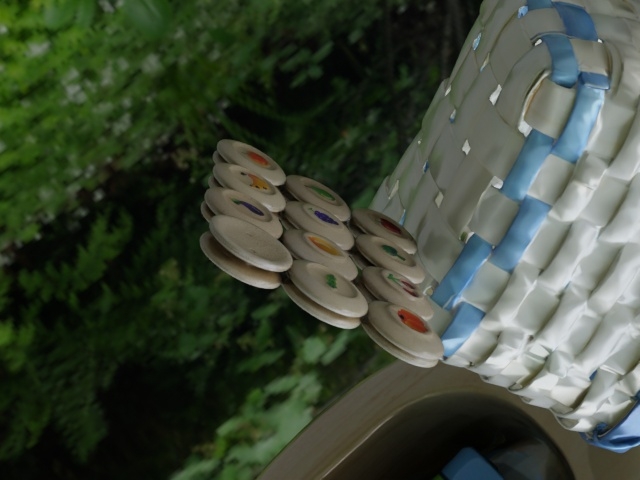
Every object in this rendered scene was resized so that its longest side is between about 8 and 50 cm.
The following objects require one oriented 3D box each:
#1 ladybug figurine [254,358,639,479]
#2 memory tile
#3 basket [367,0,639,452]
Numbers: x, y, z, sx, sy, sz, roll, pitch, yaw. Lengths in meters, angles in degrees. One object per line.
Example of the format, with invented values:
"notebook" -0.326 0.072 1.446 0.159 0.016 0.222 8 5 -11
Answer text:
"ladybug figurine" 0.098 0.242 0.910 0.449 0.305 0.162 -40 140 -1
"memory tile" 0.000 0.000 0.554 0.012 0.113 0.148 -59 -168 18
"basket" 0.192 -0.014 0.675 0.201 0.288 0.255 -90 -155 -57
